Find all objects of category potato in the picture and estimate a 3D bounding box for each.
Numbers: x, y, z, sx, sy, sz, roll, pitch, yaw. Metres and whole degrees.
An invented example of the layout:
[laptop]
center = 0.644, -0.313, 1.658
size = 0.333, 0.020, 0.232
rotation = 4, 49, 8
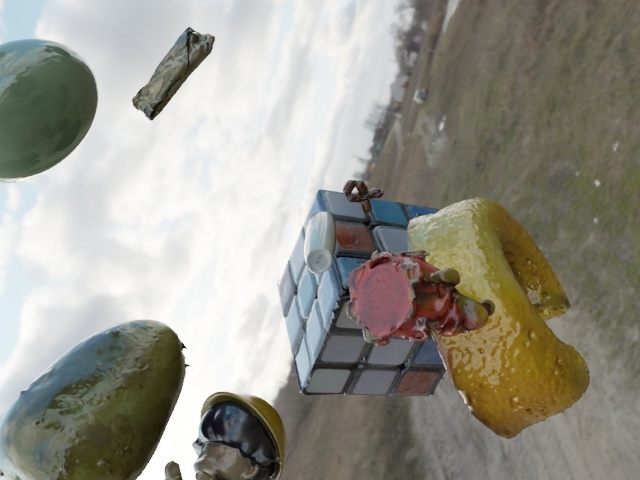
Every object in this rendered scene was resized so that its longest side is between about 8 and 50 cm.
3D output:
[potato]
center = -0.381, 0.287, 1.099
size = 0.219, 0.269, 0.359
rotation = 67, -151, -26

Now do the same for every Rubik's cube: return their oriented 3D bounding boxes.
[Rubik's cube]
center = 0.125, 0.126, 1.501
size = 0.359, 0.363, 0.362
rotation = -110, 30, -48

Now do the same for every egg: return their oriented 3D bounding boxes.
[egg]
center = -0.486, -0.212, 1.039
size = 0.283, 0.203, 0.203
rotation = -54, -13, -35

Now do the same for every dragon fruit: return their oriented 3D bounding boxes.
[dragon fruit]
center = 0.138, 0.083, 0.883
size = 0.150, 0.207, 0.133
rotation = -68, -14, -71

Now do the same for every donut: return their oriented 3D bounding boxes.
[donut]
center = 0.317, 0.098, 1.142
size = 0.163, 0.377, 0.435
rotation = -32, 21, 29

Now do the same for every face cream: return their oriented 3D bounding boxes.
[face cream]
center = 0.000, 0.000, 1.086
size = 0.182, 0.051, 0.072
rotation = -89, 21, -69

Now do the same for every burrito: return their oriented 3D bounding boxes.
[burrito]
center = -0.230, -0.263, 0.993
size = 0.171, 0.051, 0.042
rotation = -56, -10, -6

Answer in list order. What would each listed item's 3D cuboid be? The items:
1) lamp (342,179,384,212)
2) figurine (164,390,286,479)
[lamp]
center = 0.088, -0.102, 1.370
size = 0.063, 0.083, 0.031
rotation = -56, 16, 10
[figurine]
center = -0.157, 0.383, 1.075
size = 0.257, 0.192, 0.167
rotation = -62, -37, -35
